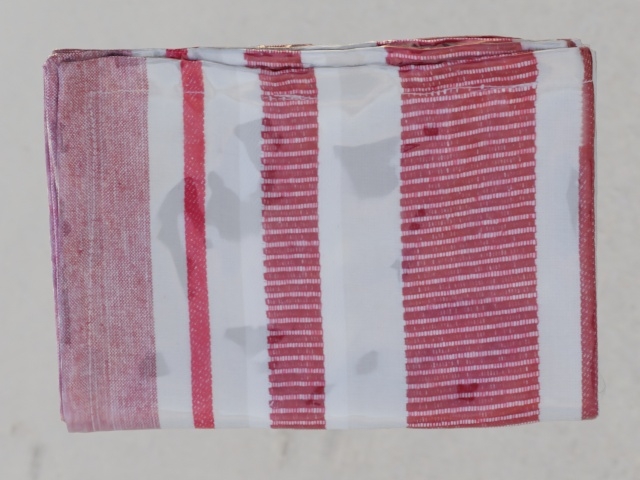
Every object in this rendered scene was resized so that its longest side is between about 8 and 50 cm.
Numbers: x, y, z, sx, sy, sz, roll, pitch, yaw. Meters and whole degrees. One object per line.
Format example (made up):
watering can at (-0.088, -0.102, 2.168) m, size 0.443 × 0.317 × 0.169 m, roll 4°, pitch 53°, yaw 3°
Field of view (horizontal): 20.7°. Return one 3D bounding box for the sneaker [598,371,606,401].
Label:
sneaker at (0.199, 0.049, 1.561) m, size 0.115 × 0.232 × 0.090 m, roll -31°, pitch 12°, yaw 25°

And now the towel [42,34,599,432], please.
towel at (0.000, 0.000, 1.044) m, size 0.037 × 0.329 × 0.237 m, roll -66°, pitch -26°, yaw -78°
